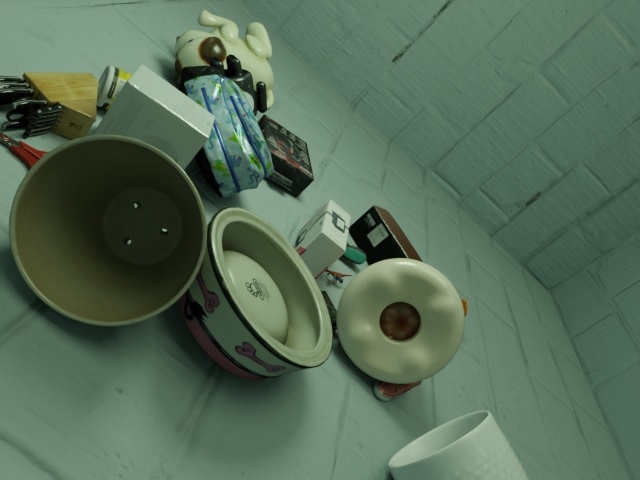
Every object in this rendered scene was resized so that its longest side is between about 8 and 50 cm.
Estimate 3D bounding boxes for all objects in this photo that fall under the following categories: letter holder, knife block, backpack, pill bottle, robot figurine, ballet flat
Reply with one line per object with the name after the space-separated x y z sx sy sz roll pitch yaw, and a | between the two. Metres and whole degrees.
0.283 0.036 2.008 0.214 0.152 0.301 12 42 -52 | letter holder
-0.666 -0.347 1.211 0.242 0.088 0.275 24 34 -39 | knife block
-0.285 -0.302 1.522 0.274 0.290 0.355 -5 56 -5 | backpack
-0.520 -0.400 1.453 0.209 0.119 0.119 19 36 -36 | pill bottle
-0.307 -0.482 1.742 0.209 0.278 0.173 7 33 16 | robot figurine
0.071 0.025 1.812 0.203 0.074 0.074 29 30 -19 | ballet flat

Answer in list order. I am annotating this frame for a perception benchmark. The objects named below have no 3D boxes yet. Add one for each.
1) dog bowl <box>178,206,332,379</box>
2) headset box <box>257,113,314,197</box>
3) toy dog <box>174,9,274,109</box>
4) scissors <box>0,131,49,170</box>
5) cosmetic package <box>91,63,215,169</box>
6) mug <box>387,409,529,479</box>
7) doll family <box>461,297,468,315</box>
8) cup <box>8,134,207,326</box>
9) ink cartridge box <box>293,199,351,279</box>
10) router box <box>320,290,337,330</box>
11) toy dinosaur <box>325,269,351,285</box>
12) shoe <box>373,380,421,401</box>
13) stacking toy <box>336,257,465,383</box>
-0.152 0.131 1.156 0.408 0.150 0.408 47 21 -25 | dog bowl
-0.149 -0.309 1.899 0.218 0.110 0.293 29 31 -31 | headset box
-0.382 -0.655 1.926 0.408 0.285 0.395 -17 84 -60 | toy dog
-0.663 -0.211 1.107 0.297 0.021 0.109 41 29 -8 | scissors
-0.432 -0.280 1.309 0.225 0.224 0.138 34 29 -25 | cosmetic package
0.312 0.618 1.137 0.374 0.276 0.328 -20 73 -30 | mug
0.503 0.241 2.048 0.263 0.118 0.163 31 19 -25 | doll family
-0.372 -0.022 0.989 0.331 0.331 0.237 44 0 -6 | cup
0.000 0.000 1.609 0.100 0.172 0.237 40 27 -13 | ink cartridge box
0.002 0.203 1.476 0.092 0.038 0.122 10 43 -52 | router box
0.047 0.107 1.652 0.047 0.090 0.082 48 -11 40 | toy dinosaur
0.227 0.409 1.467 0.178 0.081 0.063 8 45 -52 | shoe
0.234 0.209 1.597 0.350 0.350 0.480 46 6 0 | stacking toy
